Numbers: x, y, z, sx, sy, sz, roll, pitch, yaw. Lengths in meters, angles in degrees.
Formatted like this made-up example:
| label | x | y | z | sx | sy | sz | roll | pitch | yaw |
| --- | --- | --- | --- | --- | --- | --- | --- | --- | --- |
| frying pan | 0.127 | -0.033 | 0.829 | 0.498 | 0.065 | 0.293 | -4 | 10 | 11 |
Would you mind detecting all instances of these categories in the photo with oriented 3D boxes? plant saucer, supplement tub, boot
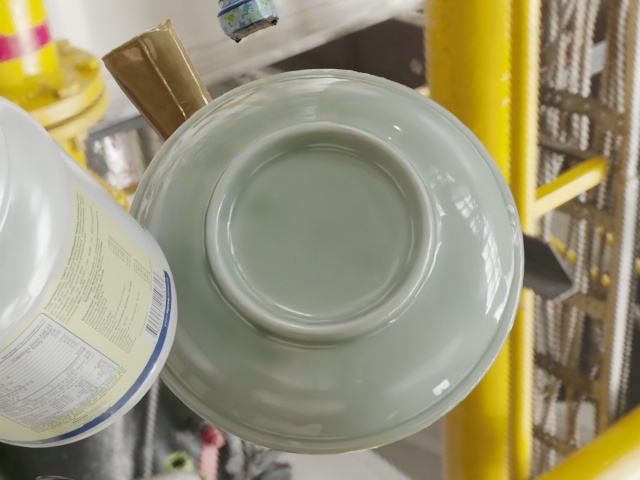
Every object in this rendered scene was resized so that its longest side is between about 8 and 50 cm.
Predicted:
| label | x | y | z | sx | sy | sz | roll | pitch | yaw |
| --- | --- | --- | --- | --- | --- | --- | --- | --- | --- |
| plant saucer | 0.000 | 0.000 | 1.079 | 0.400 | 0.400 | 0.100 | 54 | -9 | 16 |
| supplement tub | -0.275 | 0.021 | 0.894 | 0.235 | 0.235 | 0.325 | 47 | -4 | 27 |
| boot | -0.190 | -0.236 | 1.817 | 0.269 | 0.236 | 0.089 | 60 | 8 | -13 |

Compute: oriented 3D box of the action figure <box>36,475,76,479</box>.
| label | x | y | z | sx | sy | sz | roll | pitch | yaw |
| --- | --- | --- | --- | --- | --- | --- | --- | --- | --- |
| action figure | -0.147 | 0.311 | 1.031 | 0.275 | 0.141 | 0.164 | 58 | -24 | 5 |

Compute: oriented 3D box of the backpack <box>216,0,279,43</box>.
| label | x | y | z | sx | sy | sz | roll | pitch | yaw |
| --- | --- | --- | --- | --- | --- | --- | --- | --- | --- |
| backpack | -0.139 | -0.415 | 2.037 | 0.114 | 0.105 | 0.084 | -58 | 123 | -78 |
